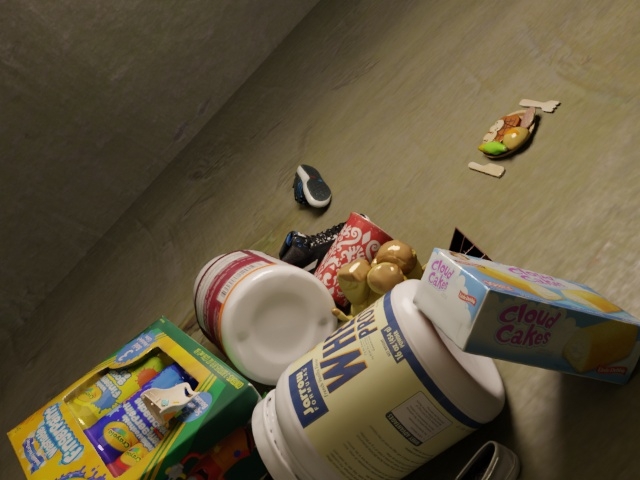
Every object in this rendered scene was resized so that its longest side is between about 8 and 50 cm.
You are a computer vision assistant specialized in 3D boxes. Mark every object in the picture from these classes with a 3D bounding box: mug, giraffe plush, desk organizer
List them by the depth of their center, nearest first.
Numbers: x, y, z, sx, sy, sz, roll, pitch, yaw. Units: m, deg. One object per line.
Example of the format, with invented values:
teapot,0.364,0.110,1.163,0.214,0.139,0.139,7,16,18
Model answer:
desk organizer,0.262,0.028,1.433,0.047,0.050,0.130,-45,27,6
giraffe plush,0.133,0.076,1.479,0.170,0.181,0.210,-55,-9,-37
mug,0.067,0.049,1.667,0.113,0.150,0.169,33,85,26

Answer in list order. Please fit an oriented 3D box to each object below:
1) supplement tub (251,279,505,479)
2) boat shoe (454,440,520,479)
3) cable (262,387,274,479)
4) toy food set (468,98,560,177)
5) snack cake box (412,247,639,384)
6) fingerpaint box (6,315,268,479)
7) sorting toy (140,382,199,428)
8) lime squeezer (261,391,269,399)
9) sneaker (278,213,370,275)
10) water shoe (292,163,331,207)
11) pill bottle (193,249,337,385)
supplement tub,0.082,0.236,1.215,0.324,0.235,0.235,-39,28,17
boat shoe,0.191,0.348,1.095,0.184,0.063,0.066,-46,27,3
cable,-0.053,0.373,1.462,0.139,0.072,0.287,-19,50,26
toy food set,0.370,-0.217,1.613,0.192,0.038,0.132,-51,27,-6
snack cake box,0.275,0.099,1.075,0.089,0.264,0.152,-70,24,15
fingerpaint box,-0.319,0.350,1.436,0.371,0.163,0.444,-38,26,-18
sorting toy,-0.232,0.254,1.294,0.075,0.045,0.083,-32,26,-24
lime squeezer,-0.157,0.426,1.471,0.110,0.058,0.311,134,152,-63
sneaker,0.000,0.000,1.778,0.217,0.121,0.079,-45,28,7
water shoe,-0.024,-0.117,2.054,0.203,0.072,0.080,-107,36,-59
pill bottle,-0.132,0.139,1.654,0.224,0.224,0.392,-52,19,-8
